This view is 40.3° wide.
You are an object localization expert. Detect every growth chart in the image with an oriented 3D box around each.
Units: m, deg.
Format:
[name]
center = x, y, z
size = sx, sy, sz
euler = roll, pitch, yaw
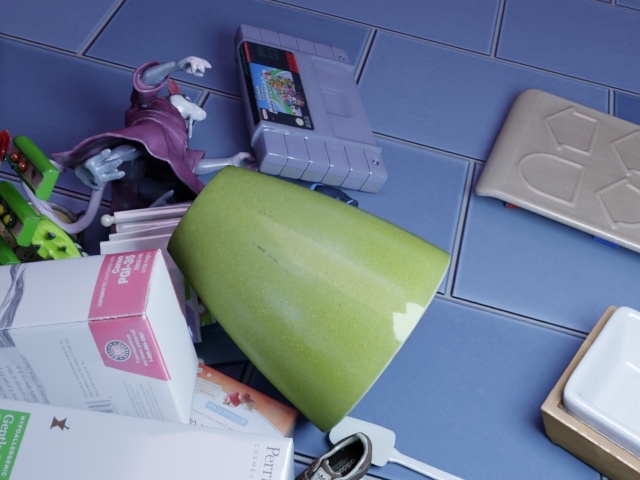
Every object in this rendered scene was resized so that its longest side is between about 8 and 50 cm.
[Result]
[growth chart]
center = -0.216, 0.066, 1.163
size = 0.171, 0.021, 0.237
euler = 2, 84, -14

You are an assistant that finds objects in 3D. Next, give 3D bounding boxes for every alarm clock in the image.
[alarm clock]
center = -0.409, 0.019, 1.241
size = 0.129, 0.064, 0.192
euler = 11, 40, -8

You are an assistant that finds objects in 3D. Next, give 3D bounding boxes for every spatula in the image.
[spatula]
center = 0.107, 0.327, 1.090
size = 0.242, 0.019, 0.168
euler = 20, 47, 9

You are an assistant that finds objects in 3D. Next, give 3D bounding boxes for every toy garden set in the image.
[toy garden set]
center = -0.456, -0.033, 1.175
size = 0.049, 0.244, 0.204
euler = 12, 20, -46

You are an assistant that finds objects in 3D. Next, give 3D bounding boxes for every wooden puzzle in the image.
[wooden puzzle]
center = 0.470, -0.112, 1.526
size = 0.347, 0.081, 0.322
euler = 19, 47, 13

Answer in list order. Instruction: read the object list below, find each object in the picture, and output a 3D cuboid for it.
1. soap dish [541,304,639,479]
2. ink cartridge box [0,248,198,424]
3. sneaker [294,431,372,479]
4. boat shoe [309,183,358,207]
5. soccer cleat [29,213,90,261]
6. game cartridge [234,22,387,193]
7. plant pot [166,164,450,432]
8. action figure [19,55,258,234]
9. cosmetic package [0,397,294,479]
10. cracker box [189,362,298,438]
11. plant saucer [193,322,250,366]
[soap dish]
center = 0.462, 0.244, 1.163
size = 0.290, 0.118, 0.229
euler = 33, 51, 19
[ink cartridge box]
center = -0.306, 0.131, 1.018
size = 0.282, 0.207, 0.117
euler = -5, 41, 5
[sneaker]
center = -0.011, 0.295, 1.046
size = 0.066, 0.071, 0.188
euler = 37, 57, 23
[boat shoe]
center = 0.000, 0.000, 1.310
size = 0.089, 0.109, 0.258
euler = 14, 49, 7
[soccer cleat]
center = -0.331, 0.036, 1.191
size = 0.060, 0.179, 0.072
euler = -32, 31, 0
[game cartridge]
center = -0.027, -0.239, 1.522
size = 0.230, 0.068, 0.355
euler = 12, 43, -27
[plant pot]
center = -0.035, 0.042, 1.100
size = 0.293, 0.275, 0.275
euler = 36, 50, 0
[action figure]
center = -0.258, -0.132, 1.348
size = 0.275, 0.248, 0.370
euler = -20, 31, 6
[cosmetic package]
center = -0.218, 0.288, 0.882
size = 0.365, 0.155, 0.197
euler = 6, 57, 3
[cracker box]
center = -0.147, 0.275, 1.058
size = 0.155, 0.067, 0.232
euler = 24, 49, 11
[plant saucer]
center = -0.179, 0.149, 1.202
size = 0.192, 0.018, 0.067
euler = -4, 49, -15
